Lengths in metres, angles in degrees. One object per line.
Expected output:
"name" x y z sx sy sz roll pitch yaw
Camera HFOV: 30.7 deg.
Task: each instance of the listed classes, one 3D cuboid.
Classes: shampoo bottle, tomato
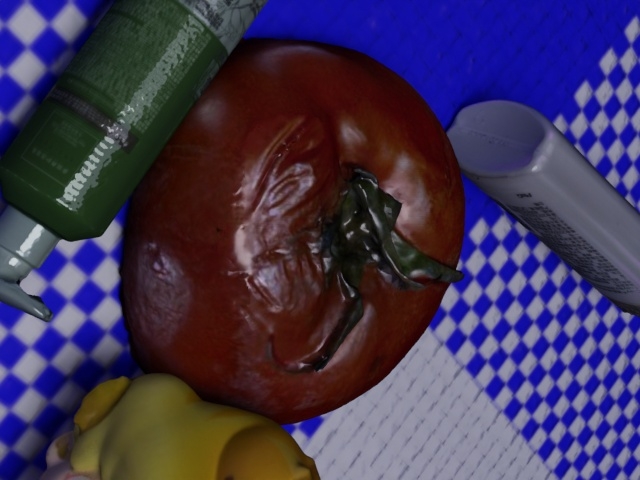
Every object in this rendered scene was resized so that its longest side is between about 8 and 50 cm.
"shampoo bottle" 0.175 -0.013 0.779 0.227 0.086 0.056 35 85 -40
"shampoo bottle" -0.099 -0.059 0.560 0.065 0.065 0.204 41 79 -40
"tomato" 0.001 0.002 0.640 0.228 0.101 0.228 -11 109 -35

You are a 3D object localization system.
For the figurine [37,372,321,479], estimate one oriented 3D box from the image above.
"figurine" -0.114 0.150 0.577 0.246 0.131 0.156 -13 92 -15
